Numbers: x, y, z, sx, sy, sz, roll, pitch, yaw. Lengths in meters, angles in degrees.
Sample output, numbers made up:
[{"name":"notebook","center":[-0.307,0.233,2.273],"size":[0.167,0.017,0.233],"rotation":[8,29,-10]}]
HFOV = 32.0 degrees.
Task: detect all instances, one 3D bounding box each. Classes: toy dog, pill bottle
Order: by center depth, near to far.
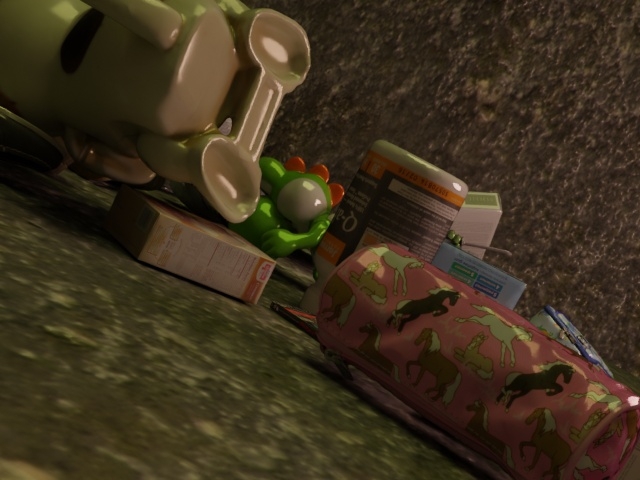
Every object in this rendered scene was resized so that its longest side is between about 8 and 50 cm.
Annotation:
[{"name":"toy dog","center":[-0.288,-0.214,1.496],"size":[0.408,0.284,0.395],"rotation":[12,-5,30]},{"name":"pill bottle","center":[0.088,0.005,1.649],"size":[0.162,0.278,0.162],"rotation":[28,5,-2]}]

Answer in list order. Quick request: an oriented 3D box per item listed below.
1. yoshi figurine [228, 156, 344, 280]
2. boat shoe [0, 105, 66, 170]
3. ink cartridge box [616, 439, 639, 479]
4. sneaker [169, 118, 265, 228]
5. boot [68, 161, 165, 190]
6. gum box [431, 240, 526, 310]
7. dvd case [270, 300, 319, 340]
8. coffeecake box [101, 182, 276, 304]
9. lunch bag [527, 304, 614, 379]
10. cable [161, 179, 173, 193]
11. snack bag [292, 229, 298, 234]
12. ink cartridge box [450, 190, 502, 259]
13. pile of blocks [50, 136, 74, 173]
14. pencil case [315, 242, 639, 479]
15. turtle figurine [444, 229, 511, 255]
[{"name":"yoshi figurine","center":[-0.015,0.021,1.872],"size":[0.203,0.203,0.362],"rotation":[-31,66,-36]},{"name":"boat shoe","center":[-0.488,-0.152,1.403],"size":[0.335,0.095,0.112],"rotation":[30,-17,-25]},{"name":"ink cartridge box","center":[0.416,0.285,1.369],"size":[0.231,0.134,0.078],"rotation":[28,4,0]},{"name":"sneaker","center":[-0.221,-0.147,1.998],"size":[0.365,0.137,0.210],"rotation":[53,-18,-28]},{"name":"boot","center":[-0.403,-0.180,1.939],"size":[0.262,0.095,0.203],"rotation":[36,9,21]},{"name":"gum box","center":[0.208,0.111,1.749],"size":[0.157,0.184,0.041],"rotation":[26,6,-11]},{"name":"dvd case","center":[-0.003,0.120,1.524],"size":[0.119,0.013,0.087],"rotation":[30,5,36]},{"name":"coffeecake box","center":[-0.173,0.005,1.471],"size":[0.186,0.068,0.142],"rotation":[24,4,-34]},{"name":"lunch bag","center":[0.516,0.233,2.317],"size":[0.219,0.090,0.176],"rotation":[40,12,-51]},{"name":"cable","center":[-0.362,-0.182,2.247],"size":[0.257,0.089,0.257],"rotation":[32,6,37]},{"name":"snack bag","center":[-0.036,-0.024,2.261],"size":[0.343,0.037,0.323],"rotation":[36,-8,7]},{"name":"ink cartridge box","center":[0.228,-0.011,2.400],"size":[0.275,0.238,0.060],"rotation":[2,51,-8]},{"name":"pile of blocks","center":[-0.495,-0.230,1.700],"size":[0.362,0.148,0.112],"rotation":[29,-7,-7]},{"name":"pencil case","center":[0.172,0.151,1.253],"size":[0.386,0.167,0.160],"rotation":[31,8,32]},{"name":"turtle figurine","center":[0.247,0.074,2.288],"size":[0.275,0.197,0.266],"rotation":[27,7,41]}]
